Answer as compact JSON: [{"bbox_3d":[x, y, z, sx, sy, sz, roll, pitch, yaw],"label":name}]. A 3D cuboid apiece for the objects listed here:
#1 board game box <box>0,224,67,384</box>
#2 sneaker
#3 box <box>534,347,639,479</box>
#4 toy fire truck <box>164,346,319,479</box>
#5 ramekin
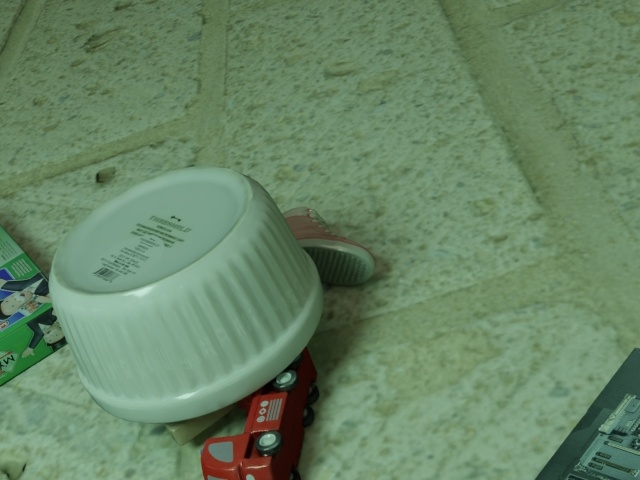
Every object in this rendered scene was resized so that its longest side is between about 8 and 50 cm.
[{"bbox_3d":[-0.396,0.074,1.041,0.213,0.046,0.317,-34,35,-17],"label":"board game box"},{"bbox_3d":[0.000,0.000,0.912,0.134,0.051,0.070,1,44,38],"label":"sneaker"},{"bbox_3d":[0.232,0.159,0.537,0.233,0.059,0.183,14,47,43],"label":"box"},{"bbox_3d":[-0.073,0.124,0.777,0.135,0.047,0.192,-10,34,18],"label":"toy fire truck"},{"bbox_3d":[-0.110,0.031,0.788,0.207,0.109,0.207,-15,33,10],"label":"ramekin"}]
